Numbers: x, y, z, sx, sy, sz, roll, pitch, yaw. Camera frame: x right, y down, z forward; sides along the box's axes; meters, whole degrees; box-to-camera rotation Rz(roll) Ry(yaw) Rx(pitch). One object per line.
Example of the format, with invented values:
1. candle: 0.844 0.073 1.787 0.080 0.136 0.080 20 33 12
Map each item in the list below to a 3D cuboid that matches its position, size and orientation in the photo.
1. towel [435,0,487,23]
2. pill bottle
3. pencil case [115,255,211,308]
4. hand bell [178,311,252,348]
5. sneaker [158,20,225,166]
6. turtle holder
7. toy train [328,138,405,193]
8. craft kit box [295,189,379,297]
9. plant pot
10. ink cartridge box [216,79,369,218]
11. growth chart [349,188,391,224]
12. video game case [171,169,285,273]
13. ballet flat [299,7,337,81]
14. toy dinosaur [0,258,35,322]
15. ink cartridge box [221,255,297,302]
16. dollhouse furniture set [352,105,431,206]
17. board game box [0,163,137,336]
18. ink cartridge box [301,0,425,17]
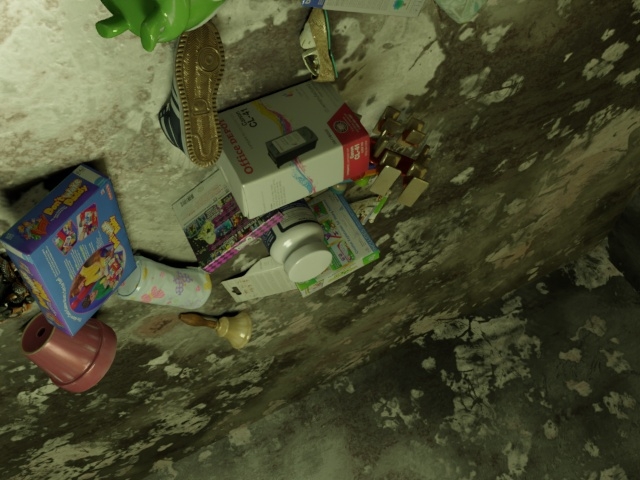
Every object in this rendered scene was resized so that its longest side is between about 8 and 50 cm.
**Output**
1. towel: 0.306 -0.634 1.174 0.321 0.090 0.374 14 114 -51
2. pill bottle: -0.083 -0.031 1.636 0.153 0.264 0.153 -23 150 -14
3. pencil case: -0.422 0.116 1.705 0.124 0.113 0.273 -52 146 15
4. hand bell: -0.354 0.273 2.046 0.242 0.126 0.126 21 123 -41
5. sneaker: -0.262 -0.300 1.250 0.099 0.153 0.282 -10 114 -29
6. turtle holder: -0.214 -0.428 0.887 0.227 0.243 0.320 -39 -165 -28
7. toy train: 0.142 -0.205 1.758 0.248 0.105 0.143 -14 157 -28
8. craft kit box: 0.000 0.000 1.778 0.247 0.249 0.061 -26 152 -9
9. plant pot: -0.676 0.278 1.659 0.201 0.201 0.180 -36 135 8
10. ink cartridge box: -0.073 -0.213 1.406 0.306 0.226 0.131 -23 150 -15
11. growth chart: 0.109 -0.073 1.973 0.237 0.021 0.172 -21 150 -36
12. video game case: -0.225 -0.069 1.502 0.232 0.210 0.042 -37 151 8
13. ballet flat: -0.008 -0.409 1.330 0.067 0.073 0.206 -15 147 1
14. toy dinosaur: -0.714 0.129 1.430 0.322 0.164 0.218 -59 164 5
15. ink cartridge box: -0.189 0.122 2.018 0.225 0.056 0.181 -12 151 4
16. dollhouse furniture set: 0.144 -0.221 1.602 0.259 0.262 0.135 21 133 -14
17. board game box: -0.538 0.031 1.387 0.233 0.078 0.347 -54 164 -32
18. ink cartridge box: 0.106 -0.543 1.233 0.311 0.065 0.185 -12 144 -36
